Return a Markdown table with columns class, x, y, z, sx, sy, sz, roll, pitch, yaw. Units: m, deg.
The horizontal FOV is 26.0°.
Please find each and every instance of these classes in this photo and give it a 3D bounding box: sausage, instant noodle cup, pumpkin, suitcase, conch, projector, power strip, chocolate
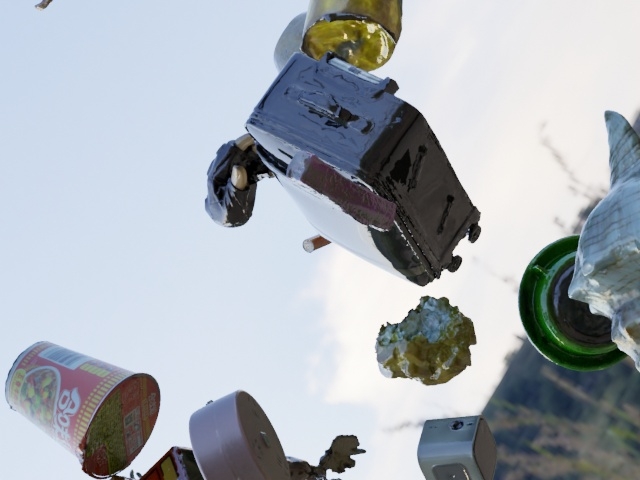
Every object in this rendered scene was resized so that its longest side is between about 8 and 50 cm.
| class | x | y | z | sx | sy | sz | roll | pitch | yaw |
| --- | --- | --- | --- | --- | --- | --- | --- | --- | --- |
| sausage | 0.000 | 0.000 | 2.889 | 0.107 | 0.031 | 0.031 | -25 | -39 | -58 |
| instant noodle cup | -0.405 | 0.266 | 2.290 | 0.193 | 0.212 | 0.193 | -40 | -38 | -41 |
| pumpkin | -0.036 | -0.389 | 2.867 | 0.217 | 0.110 | 0.217 | -46 | -31 | -39 |
| suitcase | 0.067 | -0.101 | 2.126 | 0.194 | 0.283 | 0.434 | -55 | -31 | -12 |
| conch | 0.399 | 0.015 | 1.784 | 0.169 | 0.386 | 0.203 | -17 | -9 | -22 |
| projector | 0.186 | 0.289 | 1.875 | 0.083 | 0.082 | 0.083 | 64 | -150 | -31 |
| power strip | -0.104 | 0.272 | 1.793 | 0.078 | 0.154 | 0.154 | -26 | -18 | 11 |
| chocolate | 0.075 | -0.490 | 2.321 | 0.162 | 0.162 | 0.445 | 84 | -167 | -58 |

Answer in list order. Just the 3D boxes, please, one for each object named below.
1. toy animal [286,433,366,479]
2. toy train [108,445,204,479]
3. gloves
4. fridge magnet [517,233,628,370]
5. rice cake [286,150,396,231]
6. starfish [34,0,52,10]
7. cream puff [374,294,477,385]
| class | x | y | z | sx | sy | sz | roll | pitch | yaw |
| --- | --- | --- | --- | --- | --- | --- | --- | --- | --- |
| toy animal | -0.042 | 0.359 | 2.101 | 0.186 | 0.094 | 0.214 | -20 | -13 | 29 |
| toy train | -0.225 | 0.487 | 2.202 | 0.163 | 0.369 | 0.232 | 21 | -60 | -42 |
| gloves | -0.142 | -0.122 | 2.509 | 0.164 | 0.124 | 0.203 | -66 | -8 | -63 |
| fridge magnet | 0.400 | 0.093 | 2.086 | 0.208 | 0.208 | 0.088 | -56 | 3 | -8 |
| rice cake | 0.031 | -0.060 | 1.753 | 0.206 | 0.036 | 0.047 | 30 | -92 | -47 |
| starfish | -0.306 | -0.436 | 2.068 | 0.231 | 0.048 | 0.295 | -31 | 10 | 37 |
| cream puff | 0.160 | 0.160 | 2.049 | 0.156 | 0.156 | 0.121 | -37 | -51 | -44 |
